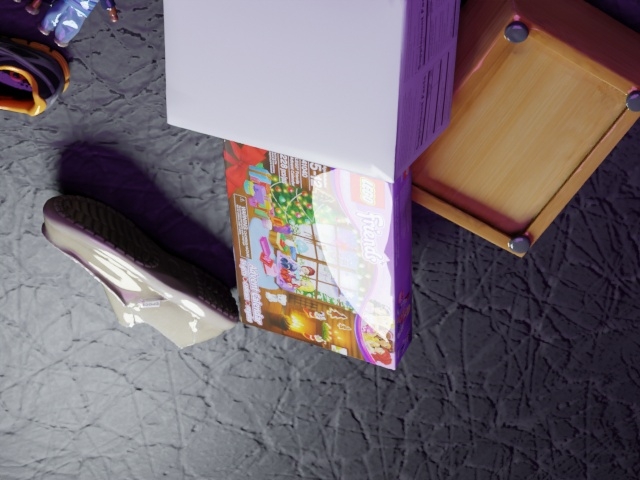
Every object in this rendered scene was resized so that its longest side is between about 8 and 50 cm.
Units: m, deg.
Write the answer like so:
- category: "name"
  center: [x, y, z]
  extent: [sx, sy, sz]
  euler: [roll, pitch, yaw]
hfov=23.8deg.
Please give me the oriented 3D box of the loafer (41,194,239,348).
- category: "loafer"
  center: [-0.218, 0.046, 1.753]
  extent: [0.268, 0.102, 0.092]
  euler: [35, 109, -22]

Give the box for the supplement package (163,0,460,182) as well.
- category: "supplement package"
  center: [-0.010, -0.203, 1.518]
  extent: [0.262, 0.145, 0.204]
  euler: [16, 124, 22]

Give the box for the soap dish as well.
- category: "soap dish"
  center: [0.207, -0.132, 1.649]
  extent: [0.229, 0.118, 0.291]
  euler: [27, 118, -18]

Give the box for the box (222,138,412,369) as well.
- category: "box"
  center: [0.000, 0.000, 1.682]
  extent: [0.201, 0.057, 0.293]
  euler: [15, 135, 20]

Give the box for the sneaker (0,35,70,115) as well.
- category: "sneaker"
  center: [-0.375, -0.186, 1.611]
  extent: [0.215, 0.083, 0.084]
  euler: [11, 123, -7]

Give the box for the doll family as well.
- category: "doll family"
  center: [-0.289, -0.287, 1.561]
  extent: [0.193, 0.076, 0.111]
  euler: [33, 111, -26]
